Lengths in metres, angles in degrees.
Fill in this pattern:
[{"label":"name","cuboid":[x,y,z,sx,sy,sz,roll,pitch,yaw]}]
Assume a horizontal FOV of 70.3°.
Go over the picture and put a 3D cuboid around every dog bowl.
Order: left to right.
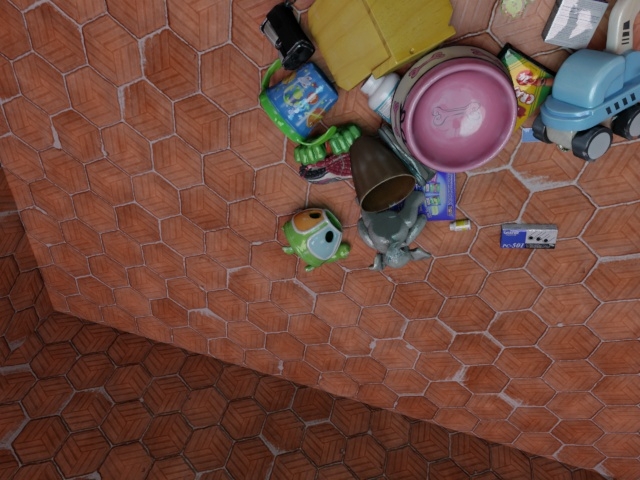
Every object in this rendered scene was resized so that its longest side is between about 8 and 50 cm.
[{"label":"dog bowl","cuboid":[0.433,-0.398,1.451,0.407,0.150,0.409,1,120,2]}]

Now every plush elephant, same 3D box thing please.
[{"label":"plush elephant","cuboid":[0.286,-0.005,1.766,0.271,0.330,0.255,-6,148,12]}]

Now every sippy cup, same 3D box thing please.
[{"label":"sippy cup","cuboid":[-0.064,-0.508,1.635,0.224,0.240,0.305,-38,116,17]}]

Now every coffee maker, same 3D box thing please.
[{"label":"coffee maker","cuboid":[-0.101,-0.692,1.517,0.178,0.120,0.171,59,142,16]}]

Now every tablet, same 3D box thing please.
[{"label":"tablet","cuboid":[0.765,-0.378,1.623,0.083,0.006,0.054,0,128,18]}]

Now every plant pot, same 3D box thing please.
[{"label":"plant pot","cuboid":[0.196,-0.256,1.637,0.215,0.231,0.215,-20,155,-10]}]

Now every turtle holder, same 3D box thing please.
[{"label":"turtle holder","cuboid":[-0.006,0.002,2.015,0.227,0.243,0.320,-36,102,18]}]

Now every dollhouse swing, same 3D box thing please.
[{"label":"dollhouse swing","cuboid":[0.175,-0.701,1.440,0.315,0.305,0.347,-30,97,-11]}]

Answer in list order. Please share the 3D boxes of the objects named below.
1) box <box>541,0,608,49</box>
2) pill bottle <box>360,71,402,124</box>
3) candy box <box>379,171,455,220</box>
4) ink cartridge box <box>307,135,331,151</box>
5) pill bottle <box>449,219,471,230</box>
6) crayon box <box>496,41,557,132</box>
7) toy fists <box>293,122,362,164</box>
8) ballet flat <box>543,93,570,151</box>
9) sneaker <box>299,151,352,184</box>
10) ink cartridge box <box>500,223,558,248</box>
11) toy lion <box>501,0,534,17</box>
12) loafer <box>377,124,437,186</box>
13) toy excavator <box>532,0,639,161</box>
[{"label":"box","cuboid":[0.756,-0.658,1.359,0.126,0.072,0.137,15,131,5]},{"label":"pill bottle","cuboid":[0.269,-0.487,1.598,0.264,0.146,0.146,36,129,-12]},{"label":"candy box","cuboid":[0.371,-0.216,1.799,0.316,0.122,0.268,0,128,16]},{"label":"ink cartridge box","cuboid":[-0.014,-0.386,1.841,0.114,0.029,0.063,7,129,12]},{"label":"pill bottle","cuboid":[0.587,-0.062,1.906,0.083,0.043,0.044,-6,125,22]},{"label":"crayon box","cuboid":[0.612,-0.471,1.548,0.202,0.081,0.319,28,131,-6]},{"label":"toy fists","cuboid":[0.027,-0.370,1.739,0.278,0.142,0.096,-16,122,14]},{"label":"ballet flat","cuboid":[0.822,-0.398,1.549,0.072,0.068,0.213,-18,120,28]},{"label":"sneaker","cuboid":[0.066,-0.292,1.844,0.298,0.121,0.112,0,164,26]},{"label":"ink cartridge box","cuboid":[0.849,-0.017,1.860,0.206,0.046,0.097,1,127,17]},{"label":"toy lion","cuboid":[0.593,-0.735,1.379,0.096,0.034,0.100,-21,119,38]},{"label":"loafer","cuboid":[0.315,-0.318,1.642,0.084,0.096,0.268,-39,97,5]},{"label":"toy excavator","cuboid":[0.839,-0.518,1.305,0.432,0.222,0.445,-29,128,-3]}]
